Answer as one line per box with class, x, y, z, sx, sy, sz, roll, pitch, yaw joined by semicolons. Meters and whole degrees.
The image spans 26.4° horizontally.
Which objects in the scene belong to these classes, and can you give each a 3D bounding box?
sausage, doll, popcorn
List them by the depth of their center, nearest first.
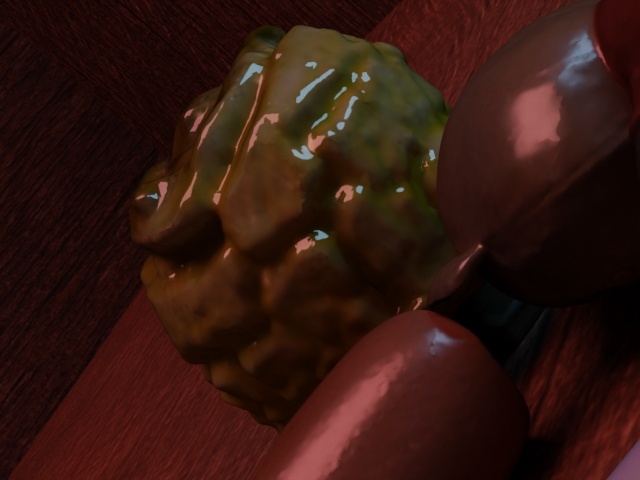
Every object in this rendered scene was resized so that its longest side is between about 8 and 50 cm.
doll;0.182;-0.082;0.705;0.330;0.174;0.235;-43;3;45
sausage;-0.005;0.181;0.727;0.304;0.121;0.121;-52;10;-16
popcorn;-0.007;-0.005;0.930;0.293;0.237;0.293;-62;7;14

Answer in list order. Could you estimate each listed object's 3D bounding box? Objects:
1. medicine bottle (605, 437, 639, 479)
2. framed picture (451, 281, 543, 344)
medicine bottle;0.164;0.076;0.458;0.426;0.108;0.108;-52;10;1
framed picture;0.135;-0.024;1.066;0.240;0.020;0.324;-53;16;-15
